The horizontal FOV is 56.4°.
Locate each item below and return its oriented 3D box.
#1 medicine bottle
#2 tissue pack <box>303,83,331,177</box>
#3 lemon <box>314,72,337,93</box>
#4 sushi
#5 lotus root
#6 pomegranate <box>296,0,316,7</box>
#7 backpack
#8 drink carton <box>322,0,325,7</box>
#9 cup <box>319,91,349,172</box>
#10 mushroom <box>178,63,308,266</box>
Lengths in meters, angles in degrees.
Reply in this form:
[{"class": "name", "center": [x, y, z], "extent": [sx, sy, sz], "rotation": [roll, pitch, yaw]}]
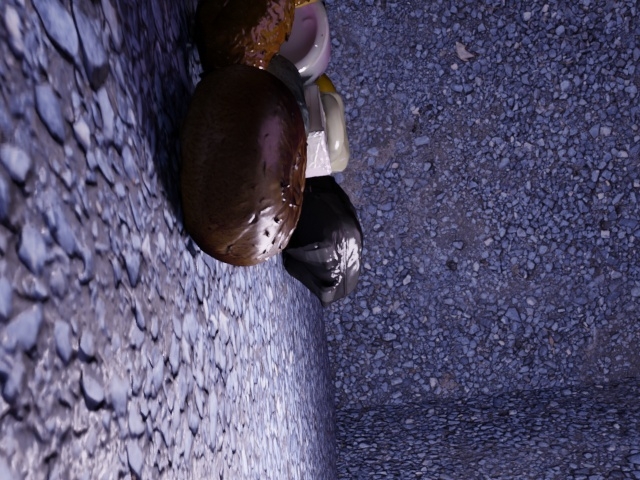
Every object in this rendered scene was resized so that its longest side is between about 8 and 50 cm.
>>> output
[{"class": "medicine bottle", "center": [-0.083, -0.474, 1.434], "extent": [0.388, 0.219, 0.219], "rotation": [-77, 160, -80]}, {"class": "tissue pack", "center": [-0.079, -0.235, 1.314], "extent": [0.225, 0.184, 0.124], "rotation": [-94, 173, -50]}, {"class": "lemon", "center": [-0.056, -0.396, 1.783], "extent": [0.236, 0.235, 0.263], "rotation": [-55, 155, -86]}, {"class": "sushi", "center": [-0.121, -0.332, 0.936], "extent": [0.140, 0.149, 0.287], "rotation": [69, 39, -52]}, {"class": "lotus root", "center": [-0.101, -0.257, 1.123], "extent": [0.350, 0.174, 0.175], "rotation": [-94, 176, -47]}, {"class": "pomegranate", "center": [-0.084, -0.581, 1.029], "extent": [0.338, 0.338, 0.338], "rotation": [-7, 90, -87]}, {"class": "backpack", "center": [0.000, 0.000, 1.810], "extent": [0.446, 0.254, 0.363], "rotation": [-124, -155, -65]}, {"class": "drink carton", "center": [-0.091, -0.618, 1.718], "extent": [0.191, 0.189, 0.186], "rotation": [-93, -165, -60]}, {"class": "cup", "center": [0.013, -0.280, 1.559], "extent": [0.255, 0.173, 0.202], "rotation": [-3, -85, 49]}, {"class": "mushroom", "center": [-0.099, -0.105, 0.813], "extent": [0.297, 0.163, 0.278], "rotation": [63, 21, -78]}]
